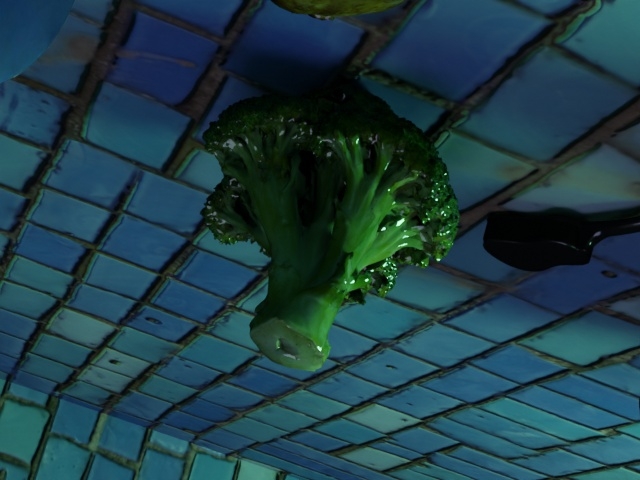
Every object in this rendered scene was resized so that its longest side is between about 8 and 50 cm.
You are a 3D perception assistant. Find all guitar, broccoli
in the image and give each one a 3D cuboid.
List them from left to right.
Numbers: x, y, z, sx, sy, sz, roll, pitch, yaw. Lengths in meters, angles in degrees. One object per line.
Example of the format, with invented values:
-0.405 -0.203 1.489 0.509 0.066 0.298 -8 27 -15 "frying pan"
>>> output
0.000 0.000 1.210 0.254 0.269 0.269 2 156 19 "broccoli"
0.282 -0.006 1.308 0.084 0.038 0.271 30 155 -36 "guitar"

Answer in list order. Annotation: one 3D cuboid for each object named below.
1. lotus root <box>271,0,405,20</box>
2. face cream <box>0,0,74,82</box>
0.017 -0.217 0.846 0.145 0.128 0.260 9 162 -10 "lotus root"
-0.305 -0.236 0.856 0.225 0.249 0.249 9 158 20 "face cream"
